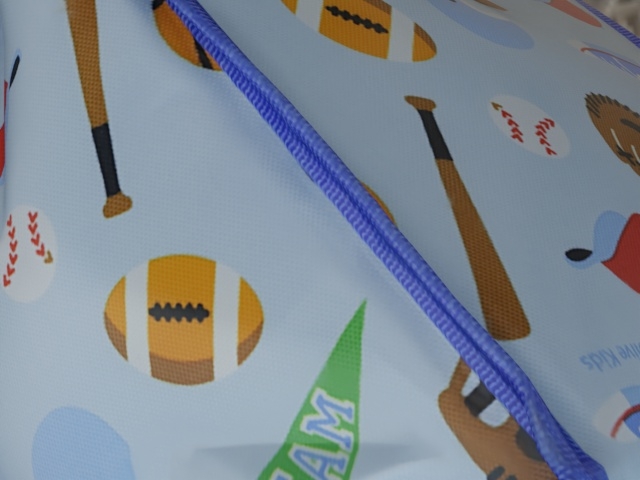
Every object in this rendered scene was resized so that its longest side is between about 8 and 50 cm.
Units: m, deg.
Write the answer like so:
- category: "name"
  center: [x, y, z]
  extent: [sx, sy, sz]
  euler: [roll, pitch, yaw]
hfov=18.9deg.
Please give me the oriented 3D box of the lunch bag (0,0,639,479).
- category: "lunch bag"
  center: [0.000, 0.000, 0.709]
  extent: [0.328, 0.385, 0.239]
  euler: [1, 135, -54]
